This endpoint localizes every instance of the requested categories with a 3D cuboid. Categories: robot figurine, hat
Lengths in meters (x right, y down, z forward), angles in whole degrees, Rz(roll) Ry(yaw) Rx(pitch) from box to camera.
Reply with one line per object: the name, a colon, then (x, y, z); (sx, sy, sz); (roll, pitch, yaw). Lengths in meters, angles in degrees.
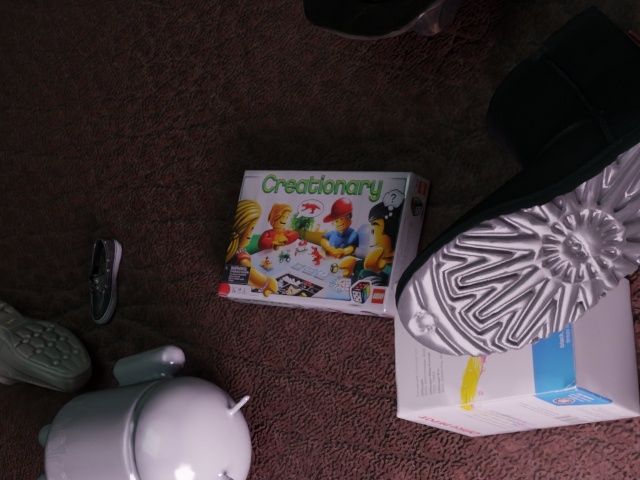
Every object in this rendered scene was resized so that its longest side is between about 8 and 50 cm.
robot figurine: (-0.241, 0.299, 1.747); (0.354, 0.200, 0.299); (-14, 72, 35)
hat: (0.127, -0.370, 1.726); (0.331, 0.134, 0.331); (-20, 47, 23)

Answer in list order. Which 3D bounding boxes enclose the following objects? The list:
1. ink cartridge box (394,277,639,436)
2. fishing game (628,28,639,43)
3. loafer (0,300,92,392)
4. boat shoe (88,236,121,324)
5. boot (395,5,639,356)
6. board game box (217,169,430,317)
ink cartridge box: (0.224, 0.124, 1.455); (0.233, 0.171, 0.168); (-14, 66, 34)
fishing game: (0.485, -0.286, 1.402); (0.189, 0.041, 0.264); (44, 102, 12)
loafer: (-0.485, 0.187, 2.056); (0.319, 0.112, 0.111); (21, 124, 40)
boat shoe: (-0.355, 0.063, 2.022); (0.049, 0.040, 0.142); (-7, 71, 37)
boot: (0.232, -0.084, 1.385); (0.367, 0.146, 0.445); (-29, 23, 10)
board game box: (0.000, 0.000, 1.753); (0.305, 0.053, 0.192); (3, 76, 39)
